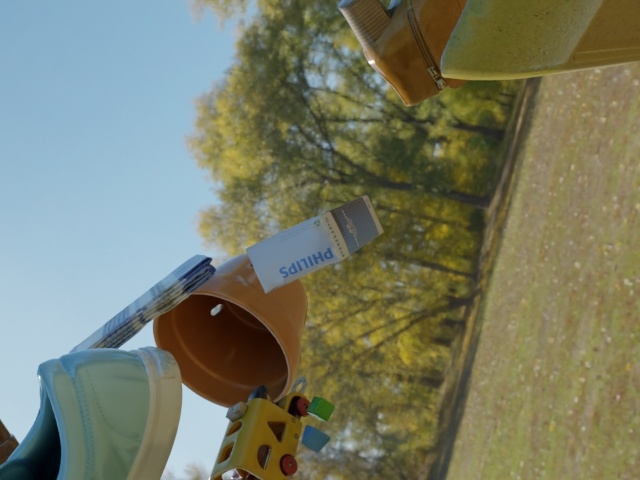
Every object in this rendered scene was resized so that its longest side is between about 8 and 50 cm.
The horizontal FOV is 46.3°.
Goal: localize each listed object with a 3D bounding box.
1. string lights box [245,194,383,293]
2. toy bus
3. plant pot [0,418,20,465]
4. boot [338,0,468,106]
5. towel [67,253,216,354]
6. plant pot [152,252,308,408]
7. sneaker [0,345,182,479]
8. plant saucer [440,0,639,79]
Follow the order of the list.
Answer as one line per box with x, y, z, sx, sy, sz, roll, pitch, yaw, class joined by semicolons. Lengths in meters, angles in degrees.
0.000;0.000;1.186;0.076;0.133;0.260;66;-160;-2;string lights box
-0.089;0.278;1.097;0.191;0.104;0.202;-54;19;-5;toy bus
-0.582;0.313;1.191;0.165;0.167;0.167;64;-162;-5;plant pot
0.194;-0.343;1.091;0.211;0.295;0.104;45;-154;-27;boot
-0.293;0.120;1.214;0.285;0.034;0.209;-39;11;-12;towel
-0.152;0.161;1.473;0.203;0.291;0.290;-56;-23;-52;plant pot
-0.254;0.264;0.701;0.150;0.135;0.365;12;-83;-36;sneaker
0.287;-0.266;0.609;0.333;0.081;0.332;-17;-37;-41;plant saucer
